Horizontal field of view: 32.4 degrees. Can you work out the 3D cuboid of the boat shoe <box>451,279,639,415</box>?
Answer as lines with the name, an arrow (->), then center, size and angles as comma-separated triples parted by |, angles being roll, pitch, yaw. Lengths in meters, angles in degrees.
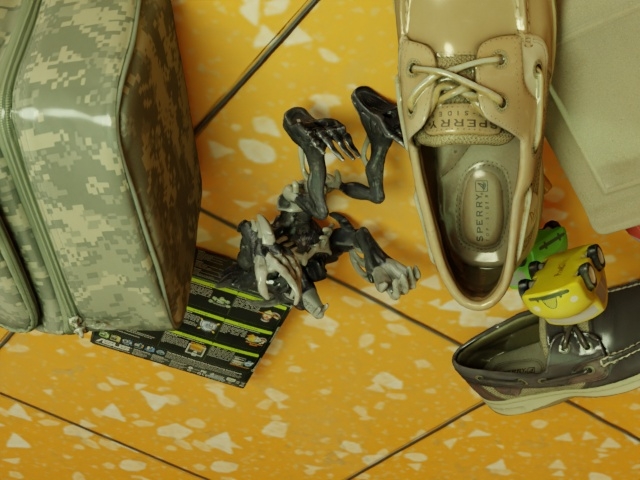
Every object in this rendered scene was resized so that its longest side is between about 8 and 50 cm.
boat shoe -> 0.256, 0.104, 1.132 | 0.092, 0.103, 0.285 | 29, 142, -31

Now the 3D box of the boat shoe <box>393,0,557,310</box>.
boat shoe -> 0.118, -0.109, 0.830 | 0.121, 0.110, 0.341 | -3, 118, 18

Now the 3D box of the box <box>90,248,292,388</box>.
box -> -0.144, 0.079, 1.215 | 0.190, 0.045, 0.184 | 18, 137, -10

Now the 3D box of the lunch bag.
lunch bag -> -0.247, -0.063, 0.924 | 0.256, 0.213, 0.305 | 1, 141, 5

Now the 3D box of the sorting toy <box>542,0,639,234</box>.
sorting toy -> 0.252, -0.117, 0.855 | 0.347, 0.047, 0.196 | -20, 103, 41

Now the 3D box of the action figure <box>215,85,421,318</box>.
action figure -> 0.000, 0.000, 1.011 | 0.164, 0.141, 0.276 | -11, 143, -27

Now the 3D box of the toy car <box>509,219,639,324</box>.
toy car -> 0.225, 0.015, 0.988 | 0.225, 0.239, 0.053 | -5, 111, 61
